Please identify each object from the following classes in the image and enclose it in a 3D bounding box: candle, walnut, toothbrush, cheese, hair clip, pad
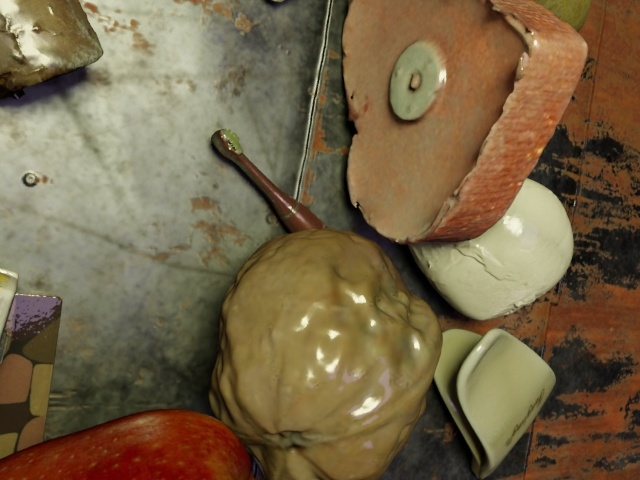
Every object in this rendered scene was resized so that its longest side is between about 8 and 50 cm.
[{"bbox_3d":[0.146,-0.161,0.633,0.132,0.287,0.316,-4,83,-29],"label":"candle"},{"bbox_3d":[0.005,0.118,0.618,0.273,0.273,0.227,32,123,-29],"label":"walnut"},{"bbox_3d":[-0.001,0.000,0.717,0.364,0.041,0.041,46,74,-26],"label":"toothbrush"},{"bbox_3d":[0.232,0.004,0.778,0.198,0.189,0.154,43,44,-28],"label":"cheese"},{"bbox_3d":[0.255,0.224,0.849,0.172,0.113,0.282,-45,116,-17],"label":"hair clip"},{"bbox_3d":[-0.345,0.161,0.562,0.158,0.003,0.234,8,93,-30],"label":"pad"}]

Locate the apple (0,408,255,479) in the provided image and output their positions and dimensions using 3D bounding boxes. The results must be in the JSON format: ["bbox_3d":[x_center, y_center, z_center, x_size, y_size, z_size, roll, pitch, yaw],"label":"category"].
[{"bbox_3d":[-0.162,0.285,0.445,0.317,0.288,0.288,-32,111,-8],"label":"apple"}]

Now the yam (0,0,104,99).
[{"bbox_3d":[-0.295,-0.254,0.470,0.131,0.131,0.279,-33,112,-22],"label":"yam"}]

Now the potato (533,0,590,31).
[{"bbox_3d":[0.258,-0.345,0.754,0.174,0.159,0.251,-41,126,7],"label":"potato"}]

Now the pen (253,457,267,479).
[{"bbox_3d":[-0.069,0.262,0.718,0.028,0.028,0.239,-32,111,-22],"label":"pen"}]

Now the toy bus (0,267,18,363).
[{"bbox_3d":[-0.335,0.150,0.502,0.092,0.106,0.268,18,89,-27],"label":"toy bus"}]

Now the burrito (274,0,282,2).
[{"bbox_3d":[0.028,-0.377,0.672,0.275,0.059,0.082,-47,130,-16],"label":"burrito"}]
